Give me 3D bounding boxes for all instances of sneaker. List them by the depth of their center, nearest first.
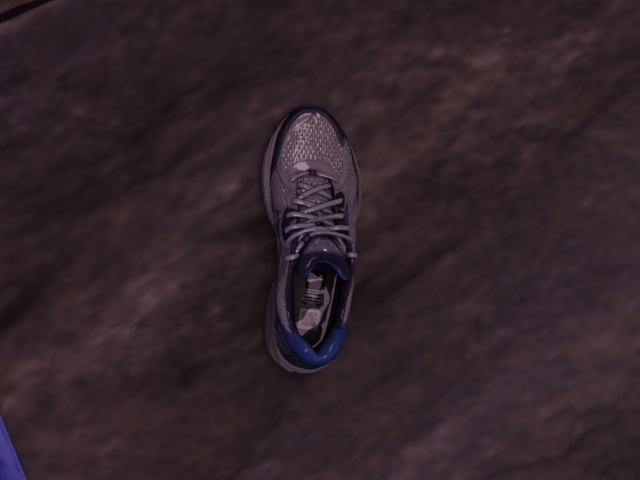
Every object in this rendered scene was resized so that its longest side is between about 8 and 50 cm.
[{"bbox_3d":[0.000,0.000,0.927,0.052,0.058,0.135,-1,92,-10],"label":"sneaker"}]

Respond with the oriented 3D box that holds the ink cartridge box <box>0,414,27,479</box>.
[{"bbox_3d":[-0.290,0.157,0.880,0.311,0.065,0.186,-21,96,-11],"label":"ink cartridge box"}]
